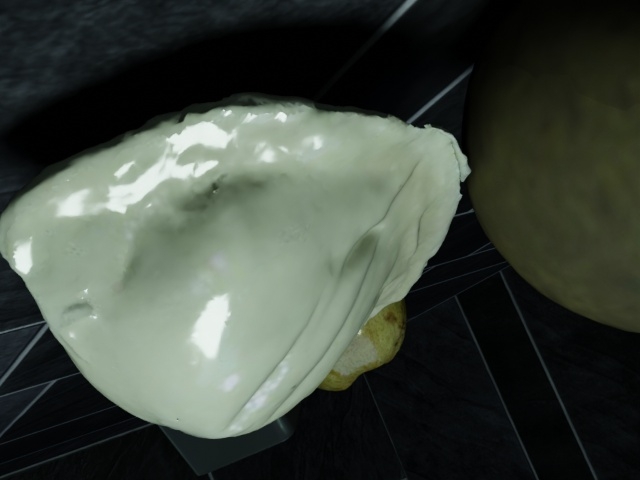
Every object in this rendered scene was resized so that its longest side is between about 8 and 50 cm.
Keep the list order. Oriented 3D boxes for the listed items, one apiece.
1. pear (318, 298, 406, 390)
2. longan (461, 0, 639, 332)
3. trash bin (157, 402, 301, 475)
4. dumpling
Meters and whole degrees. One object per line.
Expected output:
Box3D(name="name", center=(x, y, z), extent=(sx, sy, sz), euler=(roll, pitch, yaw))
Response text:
Box3D(name="pear", center=(0.009, 0.092, 1.172), extent=(0.188, 0.211, 0.228), euler=(-20, 169, -23))
Box3D(name="longan", center=(0.290, -0.093, 0.687), extent=(0.361, 0.361, 0.361), euler=(-22, 168, -5))
Box3D(name="trash bin", center=(-0.145, 0.161, 1.099), extent=(0.165, 0.225, 0.115), euler=(-26, -166, 15))
Box3D(name="dumpling", center=(-0.028, 0.017, 0.675), extent=(0.315, 0.233, 0.395), euler=(-24, 150, 12))
